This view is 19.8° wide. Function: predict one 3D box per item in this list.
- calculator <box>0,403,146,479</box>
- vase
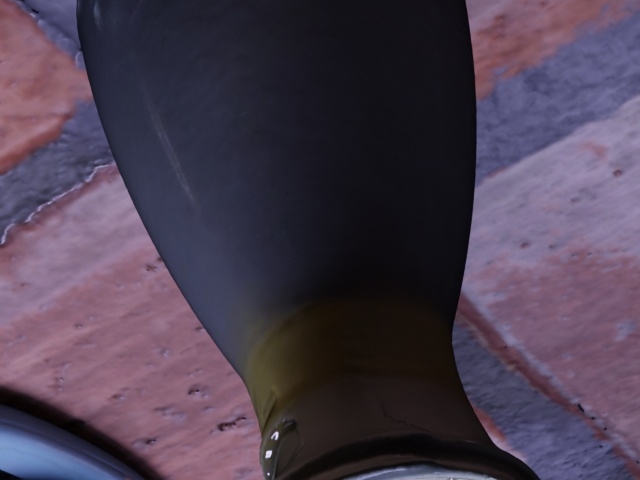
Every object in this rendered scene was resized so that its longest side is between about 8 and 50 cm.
[{"bbox_3d":[-0.210,0.166,1.081,0.188,0.042,0.302,-32,136,23],"label":"calculator"},{"bbox_3d":[0.000,0.000,0.731,0.173,0.321,0.173,-7,140,-6],"label":"vase"}]
